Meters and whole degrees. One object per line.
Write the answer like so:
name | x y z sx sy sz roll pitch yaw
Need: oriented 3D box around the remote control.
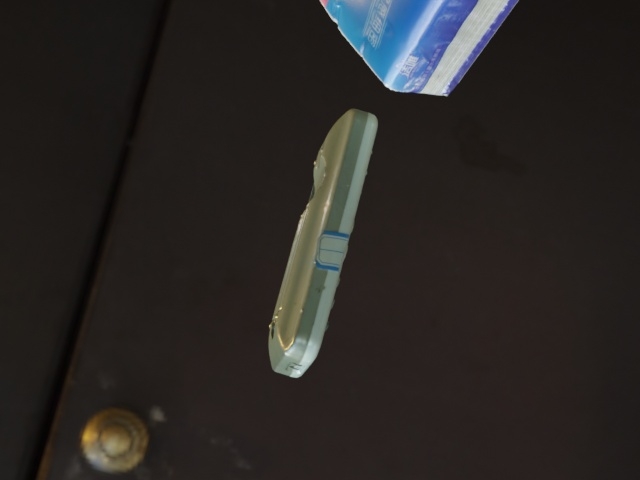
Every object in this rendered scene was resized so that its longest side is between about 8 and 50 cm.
remote control | 0.000 0.000 1.627 0.128 0.065 0.335 117 169 -68

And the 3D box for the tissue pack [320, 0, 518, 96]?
tissue pack | 0.126 -0.323 1.461 0.209 0.137 0.270 56 131 24
